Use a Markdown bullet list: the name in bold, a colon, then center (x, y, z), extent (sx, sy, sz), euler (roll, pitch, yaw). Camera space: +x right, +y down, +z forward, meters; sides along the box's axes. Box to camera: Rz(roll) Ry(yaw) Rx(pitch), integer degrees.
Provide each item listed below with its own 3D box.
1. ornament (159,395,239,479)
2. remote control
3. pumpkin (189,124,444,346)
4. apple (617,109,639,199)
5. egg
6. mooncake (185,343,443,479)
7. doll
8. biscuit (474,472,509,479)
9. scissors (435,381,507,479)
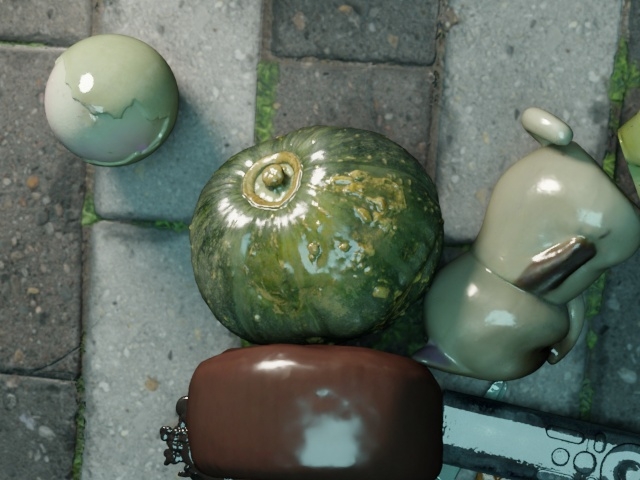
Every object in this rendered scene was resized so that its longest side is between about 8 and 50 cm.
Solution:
- **ornament**: center (-0.084, 0.295, 1.591), extent (0.251, 0.106, 0.260), euler (-45, 81, 3)
- **remote control**: center (0.348, 0.302, 1.529), extent (0.377, 0.044, 0.107), euler (13, 98, 7)
- **pumpkin**: center (0.000, 0.000, 1.440), extent (0.328, 0.257, 0.291), euler (-3, 56, 28)
- **apple**: center (0.482, -0.133, 1.412), extent (0.174, 0.188, 0.207), euler (28, 88, 3)
- **egg**: center (-0.288, -0.191, 1.487), extent (0.183, 0.217, 0.183), euler (1, 100, 5)
- **mooncake**: center (0.007, 0.224, 1.392), extent (0.334, 0.326, 0.174), euler (7, 76, -34)
- **doll**: center (0.287, 0.032, 1.450), extent (0.226, 0.215, 0.370), euler (28, 102, 3)
- **biscuit**: center (0.318, 0.356, 1.574), extent (0.192, 0.036, 0.186), euler (11, 96, 6)
- **scissors**: center (0.147, 0.387, 1.601), extent (0.192, 0.029, 0.447), euler (32, 100, 2)
